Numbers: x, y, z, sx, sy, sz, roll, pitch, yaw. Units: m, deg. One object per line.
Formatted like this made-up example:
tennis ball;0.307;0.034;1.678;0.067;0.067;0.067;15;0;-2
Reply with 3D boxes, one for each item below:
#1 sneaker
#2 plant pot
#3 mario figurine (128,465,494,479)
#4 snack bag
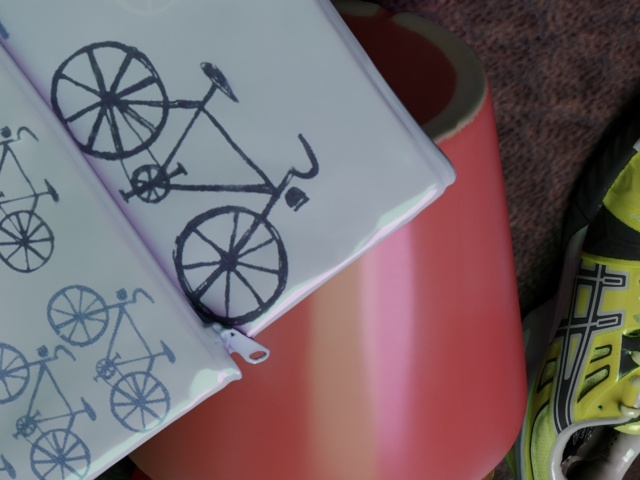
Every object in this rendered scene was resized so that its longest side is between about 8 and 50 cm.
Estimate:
sneaker;0.247;0.056;1.453;0.145;0.147;0.385;1;132;-24
plant pot;0.000;0.000;1.210;0.275;0.275;0.243;-10;126;-17
mario figurine;0.000;0.214;1.470;0.320;0.198;0.170;2;145;-33
snack bag;-0.135;-0.053;1.019;0.342;0.037;0.323;-36;99;-5
